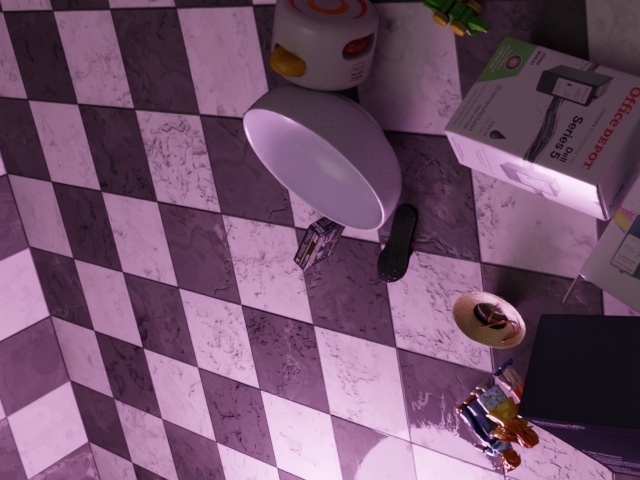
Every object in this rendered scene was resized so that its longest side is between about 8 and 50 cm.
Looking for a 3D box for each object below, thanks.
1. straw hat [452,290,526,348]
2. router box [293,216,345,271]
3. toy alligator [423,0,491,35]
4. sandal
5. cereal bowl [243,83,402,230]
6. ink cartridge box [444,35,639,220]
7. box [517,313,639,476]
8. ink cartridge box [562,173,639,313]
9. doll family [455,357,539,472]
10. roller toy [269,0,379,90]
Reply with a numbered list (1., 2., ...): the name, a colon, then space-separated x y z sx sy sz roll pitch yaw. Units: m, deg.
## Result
1. straw hat: 0.329 0.136 1.858 0.144 0.061 0.144 17 133 19
2. router box: 0.000 0.000 2.089 0.038 0.092 0.122 44 137 18
3. toy alligator: 0.216 -0.394 1.669 0.189 0.056 0.051 35 175 26
4. sandal: 0.164 0.008 1.975 0.067 0.040 0.179 28 116 25
5. cereal bowl: 0.023 -0.179 1.880 0.339 0.141 0.339 35 161 14
6. ink cartridge box: 0.365 -0.178 1.512 0.273 0.198 0.115 26 165 33
7. box: 0.544 0.252 1.500 0.343 0.179 0.312 -3 153 46
8. ink cartridge box: 0.513 -0.035 1.453 0.119 0.207 0.353 35 135 16
9. doll family: 0.351 0.368 1.924 0.163 0.118 0.263 49 142 17
10. roller toy: 0.006 -0.366 1.784 0.191 0.209 0.146 6 128 -4
